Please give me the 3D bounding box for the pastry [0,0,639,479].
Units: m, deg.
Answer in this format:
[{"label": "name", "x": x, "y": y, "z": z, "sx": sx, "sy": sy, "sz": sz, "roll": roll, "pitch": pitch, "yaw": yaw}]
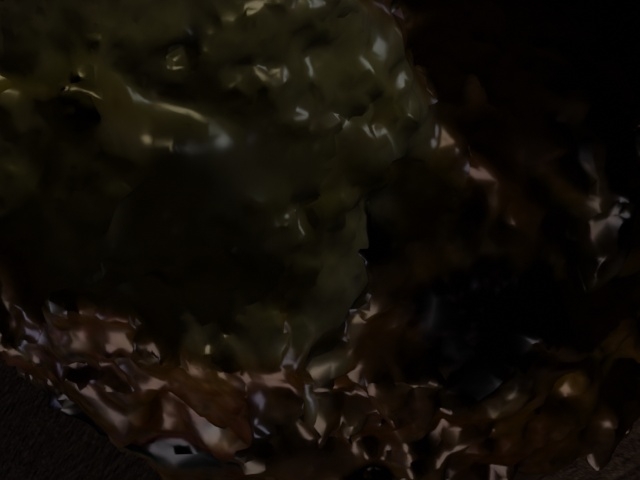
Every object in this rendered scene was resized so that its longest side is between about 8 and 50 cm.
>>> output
[{"label": "pastry", "x": -0.003, "y": 0.003, "z": 0.695, "sx": 0.405, "sy": 0.292, "sz": 0.337, "roll": 6, "pitch": 167, "yaw": 28}]
